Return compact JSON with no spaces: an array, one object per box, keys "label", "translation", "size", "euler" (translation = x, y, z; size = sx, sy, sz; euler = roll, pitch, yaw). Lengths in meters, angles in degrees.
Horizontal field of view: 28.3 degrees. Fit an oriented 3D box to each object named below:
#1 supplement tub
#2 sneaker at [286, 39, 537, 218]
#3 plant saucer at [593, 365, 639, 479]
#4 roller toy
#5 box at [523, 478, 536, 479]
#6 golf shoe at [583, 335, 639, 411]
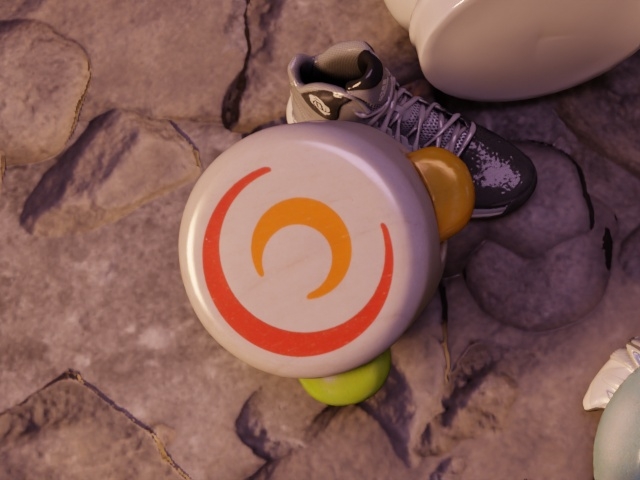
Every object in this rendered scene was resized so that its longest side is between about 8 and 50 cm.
[{"label":"supplement tub","translation":[0.148,-0.305,1.064],"size":[0.235,0.235,0.325],"euler":[-11,67,2]},{"label":"sneaker","translation":[0.068,-0.096,1.041],"size":[0.228,0.132,0.086],"euler":[20,71,14]},{"label":"plant saucer","translation":[0.284,0.170,0.903],"size":[0.195,0.037,0.195],"euler":[2,94,29]},{"label":"roller toy","translation":[0.000,0.000,0.981],"size":[0.191,0.146,0.209],"euler":[27,102,9]},{"label":"box","translation":[0.214,0.347,0.816],"size":[0.295,0.073,0.293],"euler":[23,65,10]},{"label":"golf shoe","translation":[0.277,0.157,0.963],"size":[0.086,0.069,0.176],"euler":[-46,68,13]}]
